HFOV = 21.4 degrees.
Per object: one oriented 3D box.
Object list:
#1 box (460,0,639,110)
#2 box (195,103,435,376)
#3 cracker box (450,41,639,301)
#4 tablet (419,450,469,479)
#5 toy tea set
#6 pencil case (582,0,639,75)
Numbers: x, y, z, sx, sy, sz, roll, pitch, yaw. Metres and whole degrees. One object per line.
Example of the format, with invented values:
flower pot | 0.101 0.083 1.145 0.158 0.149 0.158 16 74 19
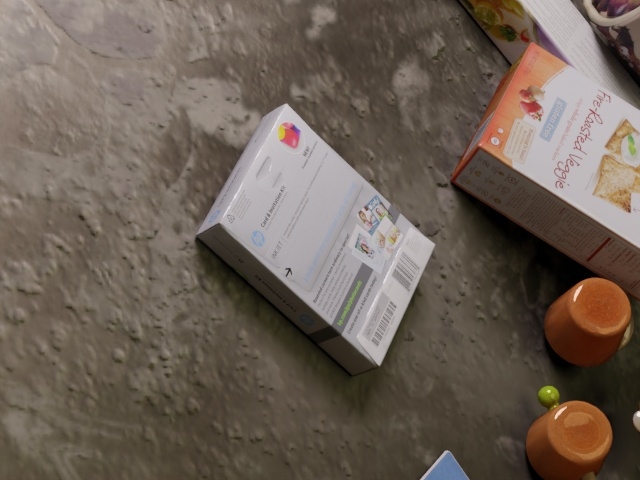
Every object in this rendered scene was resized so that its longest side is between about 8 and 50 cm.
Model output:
box | 0.221 -0.197 1.660 0.324 0.063 0.067 48 50 -15
box | 0.000 0.000 1.408 0.186 0.038 0.145 43 50 -20
cracker box | 0.256 -0.061 1.586 0.232 0.067 0.155 32 52 -4
tablet | 0.100 0.221 1.425 0.054 0.006 0.083 56 46 -8
toy tea set | 0.265 0.201 1.529 0.200 0.124 0.336 14 64 -3
pencil case | 0.459 -0.153 1.671 0.410 0.183 0.160 41 46 -15
